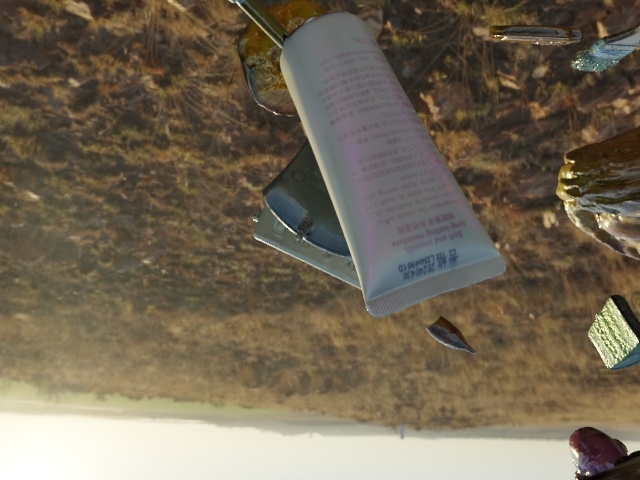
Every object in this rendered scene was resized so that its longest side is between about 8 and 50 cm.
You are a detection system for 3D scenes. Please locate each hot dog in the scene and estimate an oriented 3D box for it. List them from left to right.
[{"bbox_3d":[0.355,-0.051,0.504,0.272,0.122,0.196,-15,144,41],"label":"hot dog"}]

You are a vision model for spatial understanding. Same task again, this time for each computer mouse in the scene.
[{"bbox_3d":[0.045,-0.111,0.928,0.188,0.371,0.122,33,144,2],"label":"computer mouse"}]

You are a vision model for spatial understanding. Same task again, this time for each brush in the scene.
[{"bbox_3d":[0.424,-0.278,0.745,0.070,0.021,0.196,-2,171,-15],"label":"brush"}]

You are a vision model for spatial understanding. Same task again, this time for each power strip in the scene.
[{"bbox_3d":[0.000,0.000,1.030,0.338,0.098,0.058,24,-176,30],"label":"power strip"}]

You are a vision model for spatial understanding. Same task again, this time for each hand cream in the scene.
[{"bbox_3d":[0.066,-0.099,0.647,0.186,0.358,0.118,-14,161,-26],"label":"hand cream"}]

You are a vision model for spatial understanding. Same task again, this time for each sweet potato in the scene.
[{"bbox_3d":[0.281,0.206,1.180,0.117,0.049,0.049,35,157,0],"label":"sweet potato"}]

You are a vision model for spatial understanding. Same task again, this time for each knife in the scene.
[{"bbox_3d":[-0.129,-0.376,0.793,0.027,0.061,0.343,15,178,27],"label":"knife"}]

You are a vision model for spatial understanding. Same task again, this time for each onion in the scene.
[{"bbox_3d":[0.455,0.365,0.912,0.104,0.115,0.115,-47,151,2],"label":"onion"}]

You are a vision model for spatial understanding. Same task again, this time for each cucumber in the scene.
[{"bbox_3d":[0.605,0.186,1.116,0.062,0.115,0.116,-2,139,-11],"label":"cucumber"}]

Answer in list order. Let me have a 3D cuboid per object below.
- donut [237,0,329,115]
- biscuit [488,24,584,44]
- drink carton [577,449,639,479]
[{"bbox_3d":[-0.061,-0.403,1.241,0.254,0.253,0.118,-2,-171,9],"label":"donut"},{"bbox_3d":[0.343,-0.322,0.874,0.175,0.026,0.124,-13,-156,-36],"label":"biscuit"},{"bbox_3d":[0.260,0.309,0.318,0.132,0.324,0.194,-30,112,15],"label":"drink carton"}]
